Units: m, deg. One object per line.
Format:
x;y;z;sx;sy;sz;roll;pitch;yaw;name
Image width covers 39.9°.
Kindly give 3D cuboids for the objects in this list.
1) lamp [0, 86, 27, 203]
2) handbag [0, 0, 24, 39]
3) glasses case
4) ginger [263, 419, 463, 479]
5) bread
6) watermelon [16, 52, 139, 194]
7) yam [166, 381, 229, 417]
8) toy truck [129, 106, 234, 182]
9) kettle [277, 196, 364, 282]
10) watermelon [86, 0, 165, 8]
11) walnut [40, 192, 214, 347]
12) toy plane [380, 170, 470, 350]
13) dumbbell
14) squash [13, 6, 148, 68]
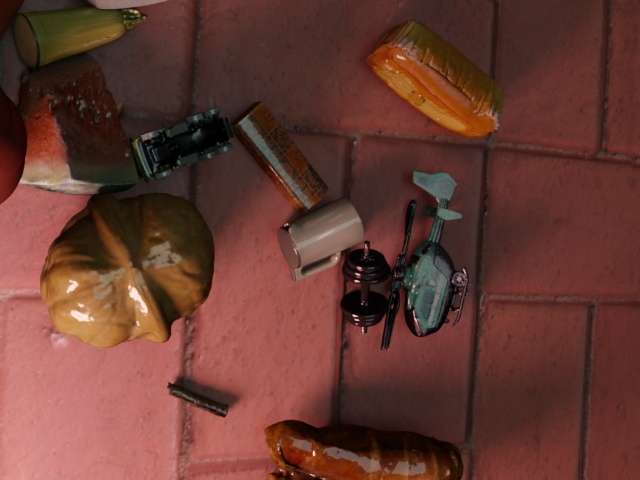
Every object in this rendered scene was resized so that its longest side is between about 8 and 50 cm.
-0.598;-0.142;1.320;0.303;0.303;0.257;-2;57;-25;lamp
-0.569;-0.353;1.409;0.190;0.062;0.127;-63;157;-9;handbag
-0.077;-0.158;1.684;0.075;0.049;0.218;-44;109;-16;glasses case
0.082;0.479;1.728;0.418;0.176;0.254;5;95;-20;ginger
0.234;-0.323;1.764;0.288;0.152;0.119;33;74;-23;bread
-0.426;-0.206;1.498;0.192;0.139;0.257;-2;86;-33;watermelon
-0.234;0.298;1.653;0.129;0.033;0.027;29;108;-19;yam
-0.253;-0.172;1.569;0.191;0.116;0.085;-28;104;-30;toy truck
-0.003;-0.005;1.714;0.148;0.127;0.098;-25;71;-19;kettle
-0.375;-0.546;1.409;0.387;0.258;0.228;33;76;-22;watermelon
-0.319;0.048;1.468;0.282;0.277;0.253;1;87;-14;walnut
0.223;0.048;1.812;0.155;0.106;0.382;13;93;-13;toy plane
0.088;0.094;1.735;0.099;0.099;0.209;-13;122;-24;dumbbell
-0.400;-0.362;1.502;0.224;0.094;0.094;-21;102;-28;squash
